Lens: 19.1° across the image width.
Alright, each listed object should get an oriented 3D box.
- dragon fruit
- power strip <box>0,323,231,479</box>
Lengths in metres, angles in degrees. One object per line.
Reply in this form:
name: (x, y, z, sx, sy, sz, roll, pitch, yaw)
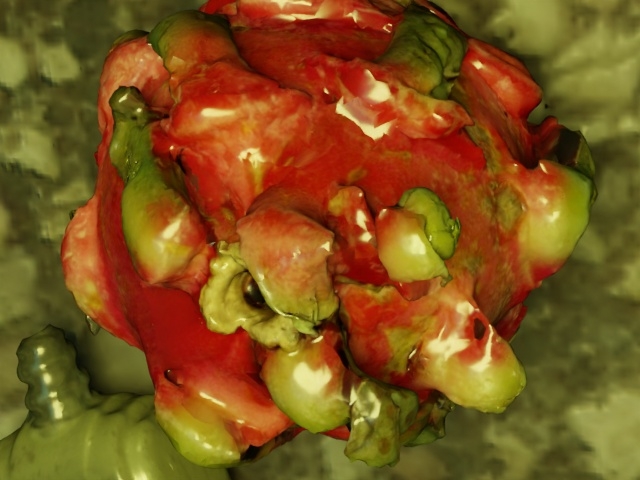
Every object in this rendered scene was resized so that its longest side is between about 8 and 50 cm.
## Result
dragon fruit: (0.000, 0.000, 0.582, 0.160, 0.172, 0.167, -22, 99, 27)
power strip: (-0.039, 0.210, 0.734, 0.092, 0.066, 0.388, -13, 104, 28)
